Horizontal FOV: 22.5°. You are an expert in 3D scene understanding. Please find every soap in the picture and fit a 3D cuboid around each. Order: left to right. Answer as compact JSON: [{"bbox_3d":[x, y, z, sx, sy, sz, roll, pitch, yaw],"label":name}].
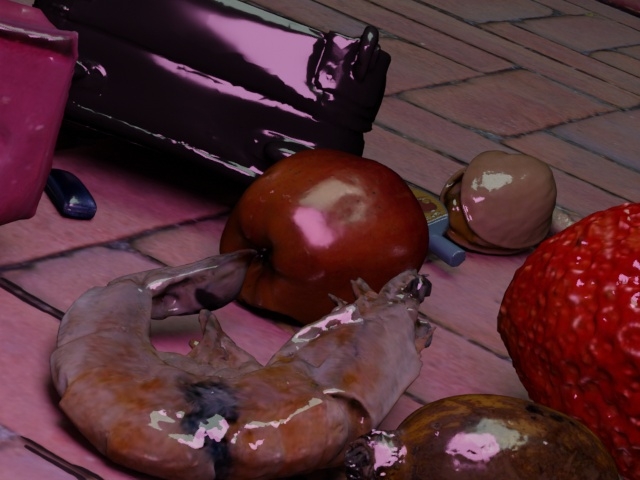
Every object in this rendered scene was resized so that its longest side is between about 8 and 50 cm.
[{"bbox_3d":[-0.358,-0.103,1.180,0.325,0.220,0.127,11,16,-22],"label":"soap"}]

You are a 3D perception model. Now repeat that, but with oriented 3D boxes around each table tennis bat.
[{"bbox_3d":[0.089,-0.016,1.606,0.100,0.019,0.155,-19,38,-29],"label":"table tennis bat"}]

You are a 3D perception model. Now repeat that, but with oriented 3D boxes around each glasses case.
[{"bbox_3d":[-0.224,-0.045,1.434,0.033,0.023,0.083,5,23,-29],"label":"glasses case"}]

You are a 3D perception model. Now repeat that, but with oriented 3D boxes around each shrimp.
[{"bbox_3d":[-0.042,0.072,1.165,0.247,0.085,0.360,29,33,29],"label":"shrimp"}]

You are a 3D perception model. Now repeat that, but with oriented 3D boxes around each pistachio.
[{"bbox_3d":[0.184,-0.038,1.680,0.149,0.113,0.113,-25,44,-39],"label":"pistachio"}]

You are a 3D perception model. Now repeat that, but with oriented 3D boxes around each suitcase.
[{"bbox_3d":[-0.111,-0.167,1.580,0.345,0.188,0.339,19,5,0],"label":"suitcase"}]

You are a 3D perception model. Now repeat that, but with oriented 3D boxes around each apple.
[{"bbox_3d":[0.002,-0.004,1.354,0.156,0.147,0.158,49,31,18],"label":"apple"}]

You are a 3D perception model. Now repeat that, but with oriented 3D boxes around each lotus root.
[{"bbox_3d":[0.111,0.160,1.035,0.209,0.120,0.120,12,20,-23],"label":"lotus root"}]

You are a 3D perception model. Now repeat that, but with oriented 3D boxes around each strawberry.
[{"bbox_3d":[0.271,0.085,1.227,0.277,0.257,0.257,10,14,25],"label":"strawberry"}]

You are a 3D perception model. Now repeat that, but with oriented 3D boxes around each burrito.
[{"bbox_3d":[0.266,-0.005,1.735,0.171,0.042,0.051,41,0,39],"label":"burrito"}]
